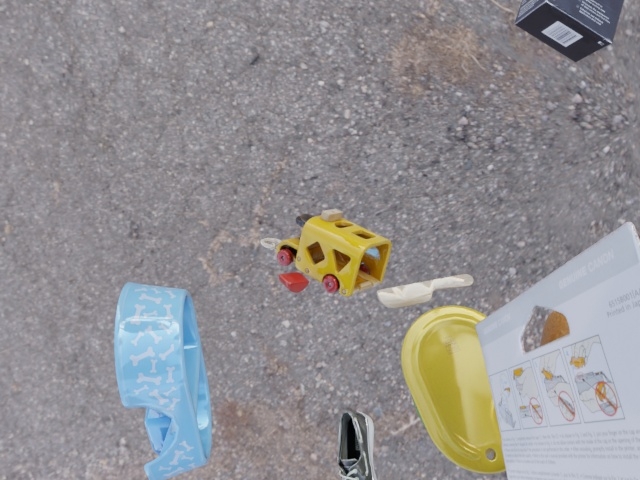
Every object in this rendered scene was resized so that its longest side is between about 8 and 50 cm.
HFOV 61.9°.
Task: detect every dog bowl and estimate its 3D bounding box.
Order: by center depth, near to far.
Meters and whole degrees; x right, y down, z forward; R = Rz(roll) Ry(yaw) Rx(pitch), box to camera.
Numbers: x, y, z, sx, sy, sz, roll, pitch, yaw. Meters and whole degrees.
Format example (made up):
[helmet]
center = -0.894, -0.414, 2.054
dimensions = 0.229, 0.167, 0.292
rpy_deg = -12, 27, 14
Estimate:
[dog bowl]
center = -0.195, 0.186, 0.701
dimensions = 0.074, 0.165, 0.297
rpy_deg = -5, 124, -7

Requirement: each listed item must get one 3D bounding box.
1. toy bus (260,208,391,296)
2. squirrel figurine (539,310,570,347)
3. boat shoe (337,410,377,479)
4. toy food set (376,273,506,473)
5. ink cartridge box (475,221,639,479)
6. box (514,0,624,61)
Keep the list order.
[toy bus]
center = 0.012, 0.004, 0.851
dimensions = 0.203, 0.191, 0.104
rpy_deg = 9, 111, -10
[squirrel figurine]
center = 0.424, 0.169, 0.648
dimensions = 0.371, 0.397, 0.280
rpy_deg = 10, 89, -1
[boat shoe]
center = 0.065, 0.450, 1.055
dimensions = 0.078, 0.070, 0.219
rpy_deg = -22, 55, 31
[toy food set]
center = 0.151, 0.149, 0.606
dimensions = 0.071, 0.128, 0.217
rpy_deg = 101, 151, -66
[ink cartridge box]
center = 0.206, 0.146, 0.387
dimensions = 0.060, 0.275, 0.238
rpy_deg = -3, 68, -5
[box]
center = 0.472, -0.450, 1.001
dimensions = 0.156, 0.093, 0.158
rpy_deg = 24, 78, -14
